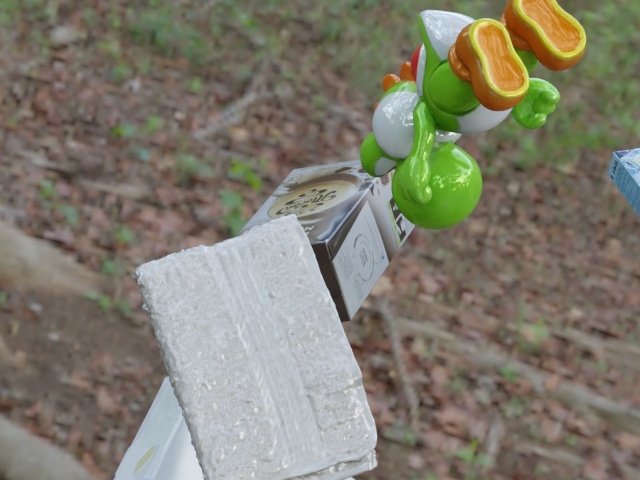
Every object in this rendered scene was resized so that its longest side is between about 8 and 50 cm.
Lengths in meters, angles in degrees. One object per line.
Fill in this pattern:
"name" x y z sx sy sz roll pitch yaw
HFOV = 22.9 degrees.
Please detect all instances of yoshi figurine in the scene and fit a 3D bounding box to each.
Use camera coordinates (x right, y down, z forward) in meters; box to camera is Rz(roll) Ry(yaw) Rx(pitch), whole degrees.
"yoshi figurine" 0.171 -0.128 1.850 0.203 0.203 0.362 17 -27 -17

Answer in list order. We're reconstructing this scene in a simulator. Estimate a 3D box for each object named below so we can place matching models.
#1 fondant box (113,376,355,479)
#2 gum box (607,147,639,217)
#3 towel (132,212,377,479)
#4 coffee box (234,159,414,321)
"fondant box" -0.083 0.335 1.786 0.330 0.238 0.096 40 -33 -23
"gum box" 0.457 -0.046 1.887 0.157 0.041 0.184 -10 45 -19
"towel" -0.063 0.127 1.607 0.187 0.282 0.049 -19 -11 -13
"coffee box" 0.000 0.000 2.152 0.168 0.119 0.297 -8 23 24
